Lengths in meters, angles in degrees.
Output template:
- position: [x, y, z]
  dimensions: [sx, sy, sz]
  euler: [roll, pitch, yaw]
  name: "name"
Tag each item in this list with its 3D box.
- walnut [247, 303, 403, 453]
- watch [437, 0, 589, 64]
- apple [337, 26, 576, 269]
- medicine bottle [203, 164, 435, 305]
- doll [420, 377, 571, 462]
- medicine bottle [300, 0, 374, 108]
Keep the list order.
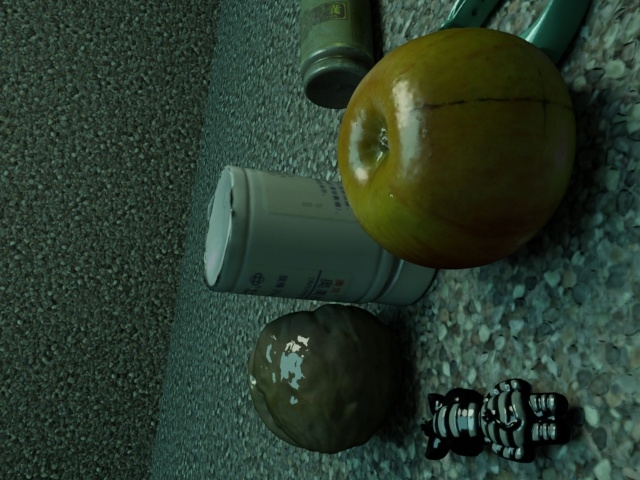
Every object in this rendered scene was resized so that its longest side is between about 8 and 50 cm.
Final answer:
- position: [0.007, 0.219, 0.895]
  dimensions: [0.248, 0.248, 0.248]
  euler: [-35, 50, 57]
  name: "walnut"
- position: [0.250, -0.301, 0.755]
  dimensions: [0.237, 0.068, 0.195]
  euler: [-24, 59, 60]
  name: "watch"
- position: [0.153, -0.105, 0.666]
  dimensions: [0.286, 0.233, 0.286]
  euler: [175, 90, -65]
  name: "apple"
- position: [0.000, 0.000, 0.878]
  dimensions: [0.190, 0.332, 0.189]
  euler: [-173, 90, -70]
  name: "medicine bottle"
- position: [0.201, 0.217, 0.674]
  dimensions: [0.219, 0.067, 0.091]
  euler: [-29, 52, 53]
  name: "doll"
- position: [0.033, -0.446, 1.176]
  dimensions: [0.151, 0.151, 0.322]
  euler: [-38, 48, 56]
  name: "medicine bottle"
